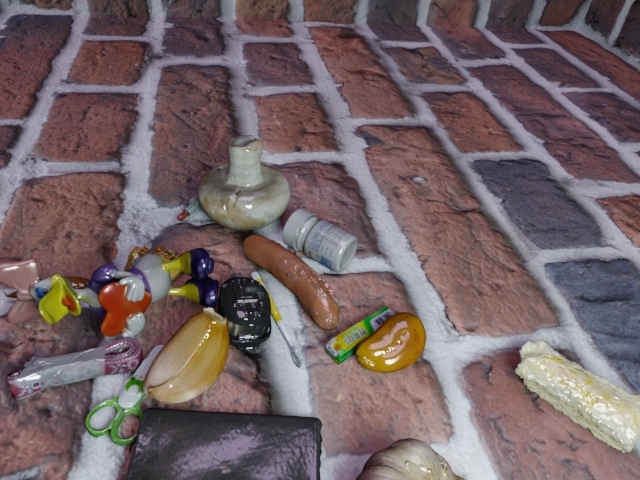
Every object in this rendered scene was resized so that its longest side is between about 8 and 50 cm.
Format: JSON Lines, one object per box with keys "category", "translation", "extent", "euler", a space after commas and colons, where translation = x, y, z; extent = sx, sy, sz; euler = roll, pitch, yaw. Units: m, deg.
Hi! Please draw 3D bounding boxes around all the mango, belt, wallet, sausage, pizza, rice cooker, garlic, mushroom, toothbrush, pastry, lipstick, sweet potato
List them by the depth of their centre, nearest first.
{"category": "garlic", "translation": [0.139, 0.425, 0.767], "extent": [0.244, 0.160, 0.245], "euler": [32, 34, -25]}
{"category": "wallet", "translation": [-0.156, 0.373, 0.868], "extent": [0.320, 0.044, 0.171], "euler": [6, 41, -6]}
{"category": "garlic", "translation": [-0.249, 0.235, 0.966], "extent": [0.115, 0.128, 0.207], "euler": [51, 48, -17]}
{"category": "belt", "translation": [-0.457, 0.237, 0.975], "extent": [0.231, 0.053, 0.071], "euler": [-10, 41, -23]}
{"category": "pastry", "translation": [0.504, 0.299, 1.009], "extent": [0.258, 0.089, 0.121], "euler": [28, 48, 24]}
{"category": "mango", "translation": [0.149, 0.218, 1.063], "extent": [0.159, 0.084, 0.105], "euler": [-34, 69, -13]}
{"category": "rice cooker", "translation": [-0.160, 0.148, 1.078], "extent": [0.112, 0.107, 0.165], "euler": [-1, 27, -20]}
{"category": "sweet potato", "translation": [-0.579, 0.104, 1.111], "extent": [0.194, 0.057, 0.057], "euler": [-6, 42, -8]}
{"category": "toothbrush", "translation": [-0.098, 0.163, 1.130], "extent": [0.021, 0.024, 0.288], "euler": [-15, 45, -22]}
{"category": "sausage", "translation": [-0.062, 0.084, 1.183], "extent": [0.087, 0.079, 0.326], "euler": [-46, 56, -9]}
{"category": "pizza", "translation": [-0.402, 0.061, 1.188], "extent": [0.134, 0.046, 0.175], "euler": [32, 47, 26]}
{"category": "mushroom", "translation": [-0.197, -0.153, 1.329], "extent": [0.243, 0.244, 0.244], "euler": [4, 41, -3]}
{"category": "lipstick", "translation": [-0.343, -0.088, 1.379], "extent": [0.030, 0.030, 0.129], "euler": [21, 43, 15]}

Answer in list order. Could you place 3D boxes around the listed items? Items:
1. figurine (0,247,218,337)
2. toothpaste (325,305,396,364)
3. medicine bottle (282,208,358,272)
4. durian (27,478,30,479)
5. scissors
{"category": "figurine", "translation": [-0.415, 0.092, 1.041], "extent": [0.420, 0.154, 0.193], "euler": [-11, 31, -24]}
{"category": "toothpaste", "translation": [0.091, 0.201, 1.104], "extent": [0.178, 0.037, 0.043], "euler": [-25, 49, -31]}
{"category": "medicine bottle", "translation": [0.000, 0.000, 1.271], "extent": [0.168, 0.105, 0.105], "euler": [29, 45, 23]}
{"category": "durian", "translation": [-0.395, 0.424, 0.698], "extent": [0.153, 0.187, 0.260], "euler": [-33, 68, -29]}
{"category": "scissors", "translation": [-0.342, 0.279, 0.960], "extent": [0.100, 0.027, 0.204], "euler": [18, 43, 6]}
